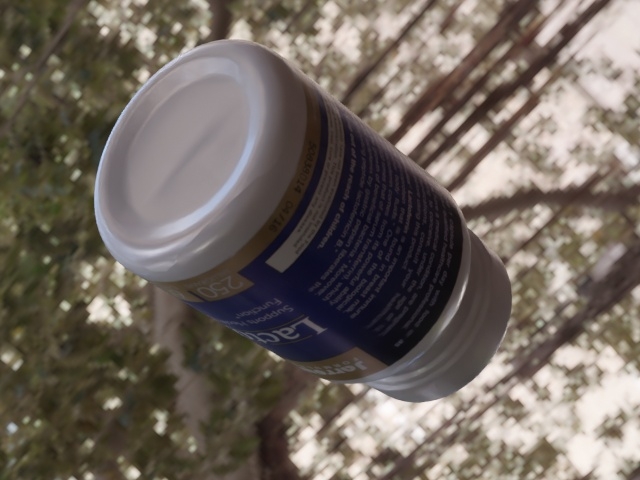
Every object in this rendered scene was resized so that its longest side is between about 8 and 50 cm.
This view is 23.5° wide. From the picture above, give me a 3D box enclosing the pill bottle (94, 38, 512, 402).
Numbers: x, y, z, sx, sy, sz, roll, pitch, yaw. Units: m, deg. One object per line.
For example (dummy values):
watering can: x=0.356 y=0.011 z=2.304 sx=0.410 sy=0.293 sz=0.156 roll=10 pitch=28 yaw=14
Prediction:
pill bottle: x=0.000 y=0.000 z=0.963 sx=0.265 sy=0.153 sz=0.153 roll=34 pitch=-150 yaw=-43
